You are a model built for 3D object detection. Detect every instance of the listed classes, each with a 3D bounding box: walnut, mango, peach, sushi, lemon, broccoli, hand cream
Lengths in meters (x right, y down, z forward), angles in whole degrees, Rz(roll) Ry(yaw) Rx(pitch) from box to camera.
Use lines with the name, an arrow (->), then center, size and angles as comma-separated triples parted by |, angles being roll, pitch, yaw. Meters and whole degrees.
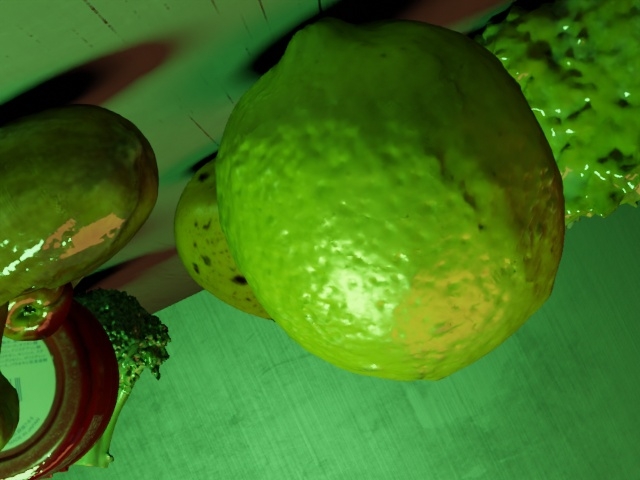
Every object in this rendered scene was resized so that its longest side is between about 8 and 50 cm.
walnut -> -0.187, -0.014, 0.729 | 0.207, 0.116, 0.116 | -26, 177, 21
mango -> 0.000, 0.000, 1.199 | 0.191, 0.290, 0.160 | -58, -166, 28
peach -> -0.289, 0.049, 1.154 | 0.100, 0.101, 0.101 | -25, 177, -1
sushi -> 0.356, -0.169, 1.252 | 0.396, 0.240, 0.351 | -24, 177, 9
lemon -> 0.054, -0.023, 0.886 | 0.253, 0.310, 0.253 | -19, -147, 13
broccoli -> -0.356, 0.182, 1.739 | 0.260, 0.235, 0.288 | -59, 170, -6
hand cream -> -0.333, 0.151, 1.270 | 0.230, 0.230, 0.149 | -25, 176, -1

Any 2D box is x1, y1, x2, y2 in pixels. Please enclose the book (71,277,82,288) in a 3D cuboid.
book -> -0.439, 0.140, 1.498 | 0.289, 0.026, 0.201 | -28, -164, 27

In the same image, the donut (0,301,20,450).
donut -> -0.392, 0.131, 0.885 | 0.360, 0.170, 0.360 | -18, -174, 2
